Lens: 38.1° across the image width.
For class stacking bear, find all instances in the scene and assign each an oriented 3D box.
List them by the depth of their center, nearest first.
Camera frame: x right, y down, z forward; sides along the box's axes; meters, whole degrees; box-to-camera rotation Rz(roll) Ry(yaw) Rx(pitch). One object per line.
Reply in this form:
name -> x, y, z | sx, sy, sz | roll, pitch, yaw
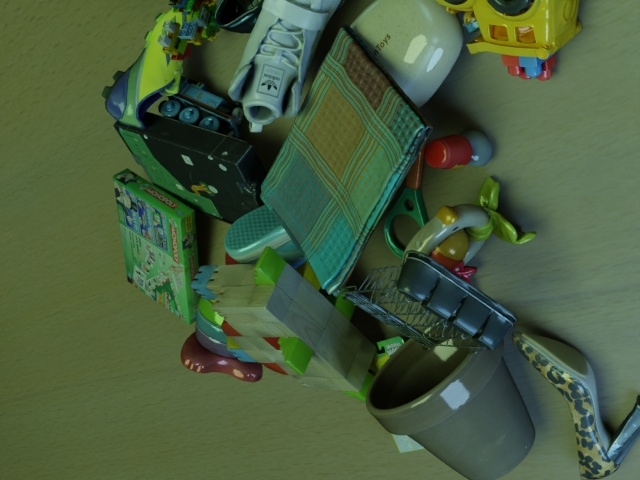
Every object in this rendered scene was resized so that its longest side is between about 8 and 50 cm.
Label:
stacking bear -> -0.169, 0.121, 1.916 | 0.164, 0.175, 0.289 | -114, 40, -63

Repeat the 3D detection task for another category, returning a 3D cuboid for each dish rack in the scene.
dish rack -> 0.161, 0.107, 1.496 | 0.208, 0.074, 0.271 | 34, 163, -15

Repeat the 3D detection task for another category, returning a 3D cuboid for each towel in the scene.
towel -> 0.026, -0.127, 1.526 | 0.271, 0.040, 0.370 | 55, 135, 32

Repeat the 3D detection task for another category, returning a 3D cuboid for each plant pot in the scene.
plant pot -> 0.245, 0.286, 1.600 | 0.263, 0.263, 0.229 | -27, 108, 42

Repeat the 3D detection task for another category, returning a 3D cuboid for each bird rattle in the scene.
bird rattle -> 0.213, 0.008, 1.535 | 0.253, 0.207, 0.143 | -45, 58, 31

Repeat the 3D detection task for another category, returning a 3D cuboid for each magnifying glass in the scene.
magnifying glass -> 0.161, -0.073, 1.652 | 0.092, 0.026, 0.231 | 21, 119, 32

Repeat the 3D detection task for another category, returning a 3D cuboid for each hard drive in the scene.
hard drive -> -0.236, -0.136, 1.857 | 0.339, 0.064, 0.237 | 19, 151, 33

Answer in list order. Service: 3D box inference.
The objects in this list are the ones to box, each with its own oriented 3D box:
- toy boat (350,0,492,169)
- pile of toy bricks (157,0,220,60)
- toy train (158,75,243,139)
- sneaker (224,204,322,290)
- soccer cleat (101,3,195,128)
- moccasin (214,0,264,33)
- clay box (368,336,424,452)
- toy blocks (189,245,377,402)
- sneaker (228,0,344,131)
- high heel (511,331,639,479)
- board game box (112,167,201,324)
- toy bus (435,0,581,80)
toy boat -> 0.161, -0.248, 1.522 | 0.267, 0.148, 0.318 | -40, 73, 36
pile of toy bricks -> -0.216, -0.436, 1.767 | 0.118, 0.105, 0.212 | 6, 71, 31
toy train -> -0.237, -0.255, 1.854 | 0.184, 0.105, 0.080 | 25, 158, 23
sneaker -> 0.000, 0.000, 1.765 | 0.319, 0.127, 0.208 | -21, 131, 17
soccer cleat -> -0.306, -0.345, 1.819 | 0.121, 0.093, 0.289 | 34, 83, 10
moccasin -> -0.069, -0.476, 1.622 | 0.138, 0.117, 0.342 | 50, 131, 13
clay box -> 0.165, 0.289, 1.770 | 0.127, 0.053, 0.222 | -22, 91, 43
toy blocks -> -0.085, 0.164, 1.743 | 0.261, 0.191, 0.381 | -4, 141, 44
sneaker -> -0.051, -0.334, 1.529 | 0.137, 0.210, 0.366 | 19, 151, -9
high heel -> 0.399, 0.280, 1.542 | 0.261, 0.093, 0.186 | 34, 120, 14
board game box -> -0.358, 0.018, 2.049 | 0.213, 0.046, 0.317 | 30, 139, 27
toy bus -> 0.279, -0.339, 1.388 | 0.220, 0.149, 0.211 | 16, 132, 37
